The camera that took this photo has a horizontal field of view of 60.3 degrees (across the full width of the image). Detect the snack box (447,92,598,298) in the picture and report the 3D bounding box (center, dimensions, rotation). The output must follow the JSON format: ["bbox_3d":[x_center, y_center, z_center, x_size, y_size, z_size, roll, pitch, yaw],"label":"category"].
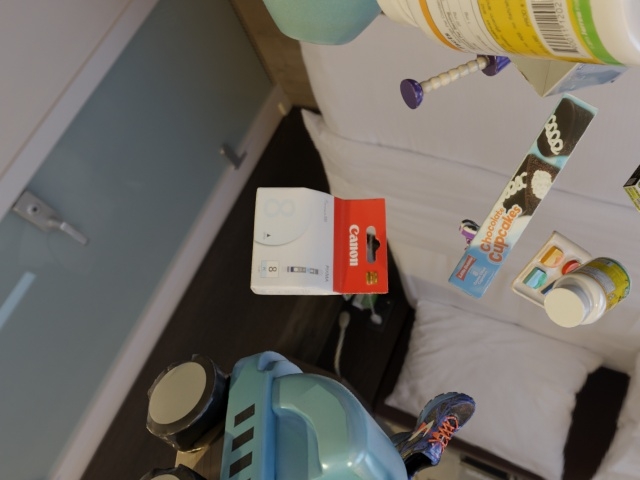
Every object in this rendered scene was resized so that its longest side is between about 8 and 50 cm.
[{"bbox_3d":[0.314,-0.057,0.884,0.060,0.321,0.187,32,-175,15],"label":"snack box"}]

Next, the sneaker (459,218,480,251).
[{"bbox_3d":[0.353,0.010,1.244,0.170,0.071,0.068,34,-168,-48],"label":"sneaker"}]

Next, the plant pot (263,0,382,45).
[{"bbox_3d":[0.005,-0.459,0.965,0.290,0.290,0.195,20,125,15],"label":"plant pot"}]

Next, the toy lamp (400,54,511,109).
[{"bbox_3d":[0.318,-0.381,1.250,0.080,0.275,0.080,59,170,18],"label":"toy lamp"}]

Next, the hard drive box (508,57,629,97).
[{"bbox_3d":[0.375,-0.326,0.844,0.181,0.232,0.089,59,142,16],"label":"hard drive box"}]

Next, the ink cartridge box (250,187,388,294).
[{"bbox_3d":[0.000,0.000,1.598,0.385,0.308,0.091,-1,159,4],"label":"ink cartridge box"}]

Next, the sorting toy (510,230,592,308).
[{"bbox_3d":[0.674,0.095,1.591,0.193,0.208,0.038,26,-166,-28],"label":"sorting toy"}]

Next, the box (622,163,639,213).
[{"bbox_3d":[0.846,-0.159,1.376,0.114,0.207,0.036,49,160,-14],"label":"box"}]

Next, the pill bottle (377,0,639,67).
[{"bbox_3d":[0.147,-0.205,0.401,0.136,0.136,0.246,41,176,-37],"label":"pill bottle"}]

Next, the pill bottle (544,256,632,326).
[{"bbox_3d":[0.588,0.116,1.217,0.118,0.209,0.117,22,120,45],"label":"pill bottle"}]

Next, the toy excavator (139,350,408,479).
[{"bbox_3d":[0.036,0.283,0.558,0.445,0.432,0.222,-22,129,16],"label":"toy excavator"}]

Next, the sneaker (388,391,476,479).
[{"bbox_3d":[0.209,0.375,1.030,0.083,0.221,0.087,46,180,-19],"label":"sneaker"}]
